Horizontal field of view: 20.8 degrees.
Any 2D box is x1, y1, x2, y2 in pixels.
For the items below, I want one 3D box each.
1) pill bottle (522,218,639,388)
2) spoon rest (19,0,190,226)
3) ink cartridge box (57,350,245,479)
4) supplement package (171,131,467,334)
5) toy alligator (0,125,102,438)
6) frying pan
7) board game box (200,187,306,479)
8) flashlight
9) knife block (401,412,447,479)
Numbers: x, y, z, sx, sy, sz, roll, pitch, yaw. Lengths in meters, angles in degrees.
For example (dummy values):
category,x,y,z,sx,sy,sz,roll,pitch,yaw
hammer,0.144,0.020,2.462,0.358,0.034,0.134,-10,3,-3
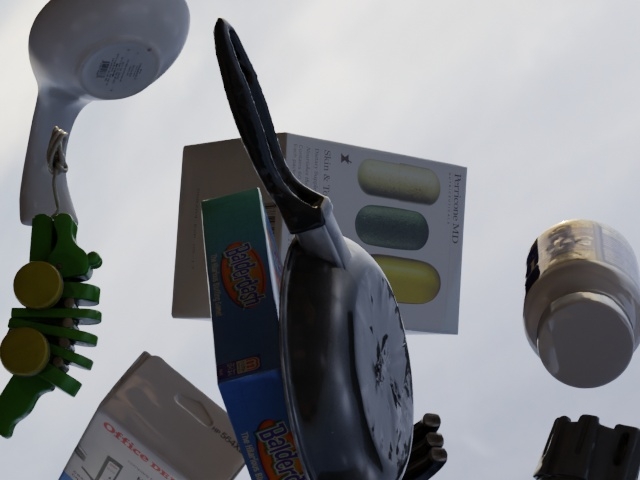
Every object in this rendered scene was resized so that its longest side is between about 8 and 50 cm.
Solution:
category,x,y,z,sx,sy,sz,roll,pitch,yaw
pill bottle,0.240,0.060,1.595,0.112,0.112,0.186,-43,-170,18
spoon rest,-0.205,-0.130,1.518,0.276,0.137,0.084,-59,-140,39
ink cartridge box,-0.165,0.222,1.734,0.086,0.148,0.203,-49,175,-36
supplement package,0.000,0.000,1.955,0.198,0.263,0.199,-3,-99,51
toy alligator,-0.151,0.026,1.033,0.056,0.051,0.189,92,7,-78
frying pan,0.009,0.021,1.118,0.053,0.326,0.197,-8,-179,17
board game box,-0.035,0.087,1.185,0.047,0.160,0.210,-15,-145,2
flashlight,0.182,0.296,1.448,0.103,0.103,0.304,85,23,-67
knife block,0.003,0.242,1.585,0.276,0.088,0.242,22,-87,58
